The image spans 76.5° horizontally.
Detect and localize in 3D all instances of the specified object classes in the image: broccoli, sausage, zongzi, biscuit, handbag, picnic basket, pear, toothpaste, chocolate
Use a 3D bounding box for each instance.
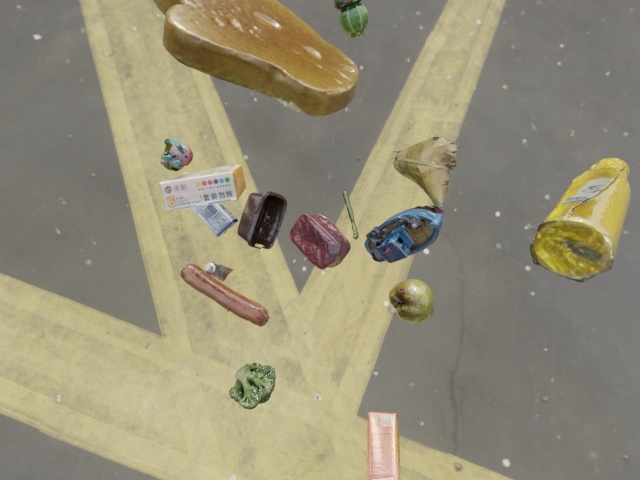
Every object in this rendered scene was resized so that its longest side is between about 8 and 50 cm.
[{"bbox_3d":[-0.213,0.459,1.283,0.146,0.138,0.162,-10,38,30],"label":"broccoli"},{"bbox_3d":[-0.400,0.232,1.709,0.419,0.094,0.094,31,30,0],"label":"sausage"},{"bbox_3d":[0.274,-0.170,1.100,0.099,0.194,0.197,10,85,-28],"label":"zongzi"},{"bbox_3d":[-0.107,-0.294,0.594,0.344,0.057,0.287,36,40,0],"label":"biscuit"},{"bbox_3d":[0.000,0.000,1.540,0.225,0.146,0.135,45,22,15],"label":"handbag"},{"bbox_3d":[-0.302,-0.113,2.066,0.129,0.222,0.296,21,94,32],"label":"picnic basket"},{"bbox_3d":[0.341,0.225,1.508,0.137,0.167,0.167,-2,58,-39],"label":"pear"},{"bbox_3d":[-0.468,0.144,1.864,0.048,0.301,0.075,11,80,7],"label":"toothpaste"},{"bbox_3d":[0.660,-0.088,1.000,0.162,0.162,0.445,40,52,13],"label":"chocolate"}]

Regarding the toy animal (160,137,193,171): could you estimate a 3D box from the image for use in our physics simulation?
[{"bbox_3d":[-0.456,-0.271,1.264,0.100,0.208,0.103,-31,108,-14],"label":"toy animal"}]

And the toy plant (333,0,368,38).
[{"bbox_3d":[0.092,-0.701,1.231,0.093,0.162,0.092,-19,27,10],"label":"toy plant"}]

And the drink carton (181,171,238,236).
[{"bbox_3d":[-0.531,-0.171,1.880,0.107,0.130,0.315,-41,95,4],"label":"drink carton"}]

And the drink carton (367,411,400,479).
[{"bbox_3d":[0.144,0.514,0.914,0.071,0.096,0.222,-4,46,11],"label":"drink carton"}]

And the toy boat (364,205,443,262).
[{"bbox_3d":[0.172,-0.006,0.867,0.100,0.223,0.097,46,56,-8],"label":"toy boat"}]

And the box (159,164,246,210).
[{"bbox_3d":[-0.354,-0.172,1.275,0.221,0.274,0.091,-9,106,-1],"label":"box"}]

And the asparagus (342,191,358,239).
[{"bbox_3d":[0.076,-0.063,1.012,0.015,0.018,0.127,-10,74,-8],"label":"asparagus"}]
